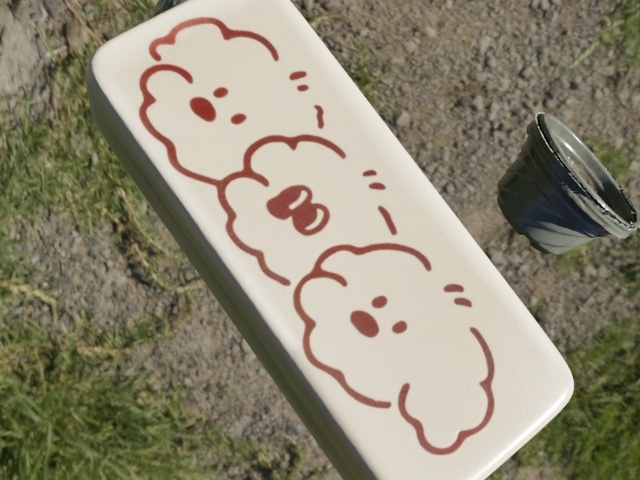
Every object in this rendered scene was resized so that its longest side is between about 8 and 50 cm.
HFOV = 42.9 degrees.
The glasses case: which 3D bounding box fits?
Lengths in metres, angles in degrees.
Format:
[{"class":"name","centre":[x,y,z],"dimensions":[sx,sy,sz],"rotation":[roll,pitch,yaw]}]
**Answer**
[{"class":"glasses case","centre":[0.000,0.000,0.508],"dimensions":[0.144,0.336,0.076],"rotation":[-34,172,-21]}]

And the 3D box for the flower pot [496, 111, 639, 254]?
[{"class":"flower pot","centre":[0.363,-0.071,1.248],"dimensions":[0.235,0.235,0.140],"rotation":[25,127,-34]}]

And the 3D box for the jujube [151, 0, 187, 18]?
[{"class":"jujube","centre":[-0.240,-0.376,1.625],"dimensions":[0.215,0.246,0.308],"rotation":[-1,136,-21]}]
